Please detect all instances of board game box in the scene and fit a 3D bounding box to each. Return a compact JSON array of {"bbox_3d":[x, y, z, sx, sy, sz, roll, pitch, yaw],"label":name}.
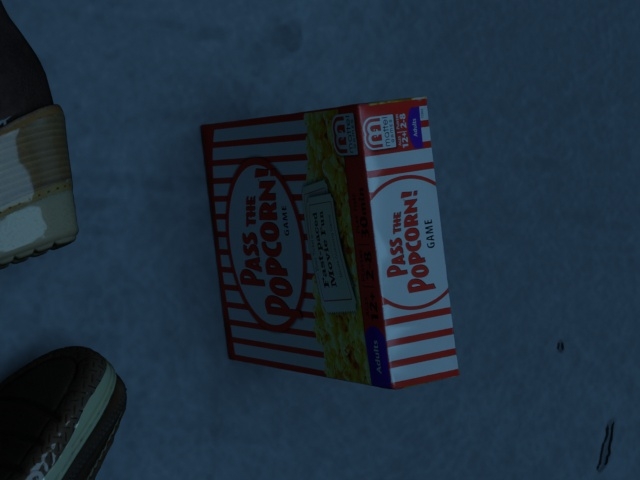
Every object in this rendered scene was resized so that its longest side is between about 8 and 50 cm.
[{"bbox_3d":[0.000,0.000,0.859,0.045,0.193,0.147,-9,94,-28],"label":"board game box"}]

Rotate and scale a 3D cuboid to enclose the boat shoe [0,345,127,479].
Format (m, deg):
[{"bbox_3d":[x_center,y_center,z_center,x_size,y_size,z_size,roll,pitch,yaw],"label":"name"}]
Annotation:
[{"bbox_3d":[-0.183,0.178,0.829,0.257,0.095,0.095,-52,127,-12],"label":"boat shoe"}]

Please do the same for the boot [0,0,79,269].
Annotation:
[{"bbox_3d":[-0.261,-0.062,0.794,0.248,0.090,0.207,-20,88,-26],"label":"boot"}]
